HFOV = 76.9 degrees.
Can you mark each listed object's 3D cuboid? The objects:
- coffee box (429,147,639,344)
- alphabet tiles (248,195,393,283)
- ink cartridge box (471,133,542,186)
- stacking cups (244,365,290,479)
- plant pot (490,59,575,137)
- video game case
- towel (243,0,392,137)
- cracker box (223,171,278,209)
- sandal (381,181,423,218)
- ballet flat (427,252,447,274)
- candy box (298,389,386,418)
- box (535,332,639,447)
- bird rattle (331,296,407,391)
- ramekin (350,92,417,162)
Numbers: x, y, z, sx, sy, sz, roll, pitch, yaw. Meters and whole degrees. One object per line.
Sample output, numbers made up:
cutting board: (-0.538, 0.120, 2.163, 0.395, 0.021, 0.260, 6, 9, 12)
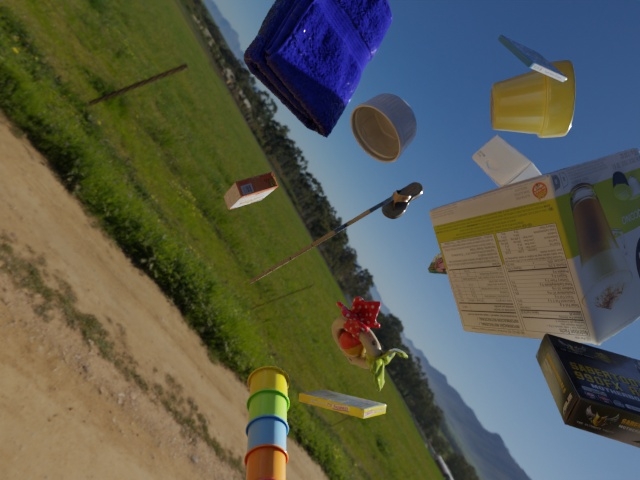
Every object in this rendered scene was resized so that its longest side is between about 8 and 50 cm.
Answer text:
coffee box: (0.528, 0.018, 0.946, 0.338, 0.338, 0.334, -18, -91, 64)
alphabet tiles: (0.000, 0.000, 0.909, 0.011, 0.343, 0.285, 60, 29, 1)
ink cartridge box: (0.687, -0.212, 1.406, 0.283, 0.117, 0.207, 30, 26, -36)
stacking cups: (-0.096, 0.388, 0.765, 0.096, 0.096, 0.316, 60, 8, -28)
plant pot: (0.737, -0.487, 1.430, 0.254, 0.239, 0.253, -1, 90, -72)
video game case: (0.510, -0.436, 0.968, 0.015, 0.166, 0.119, -55, -130, 41)
towel: (0.016, -0.380, 0.749, 0.228, 0.308, 0.076, 36, -13, -38)
cracker box: (-0.282, -0.194, 1.604, 0.232, 0.156, 0.067, -17, -86, 65)
sandal: (0.313, -0.164, 1.531, 0.090, 0.219, 0.060, 38, -25, 33)
ballet flat: (0.442, 0.085, 1.475, 0.221, 0.077, 0.079, 35, 59, -81)
candy box: (0.054, 0.420, 1.044, 0.105, 0.206, 0.027, 19, 72, -48)
box: (0.493, 0.249, 0.645, 0.183, 0.231, 0.056, -49, 153, -66)
bird rattle: (0.099, 0.268, 1.070, 0.253, 0.143, 0.207, 53, -33, -11)
ramekin: (0.205, -0.360, 1.269, 0.207, 0.109, 0.207, 41, -20, 19)
